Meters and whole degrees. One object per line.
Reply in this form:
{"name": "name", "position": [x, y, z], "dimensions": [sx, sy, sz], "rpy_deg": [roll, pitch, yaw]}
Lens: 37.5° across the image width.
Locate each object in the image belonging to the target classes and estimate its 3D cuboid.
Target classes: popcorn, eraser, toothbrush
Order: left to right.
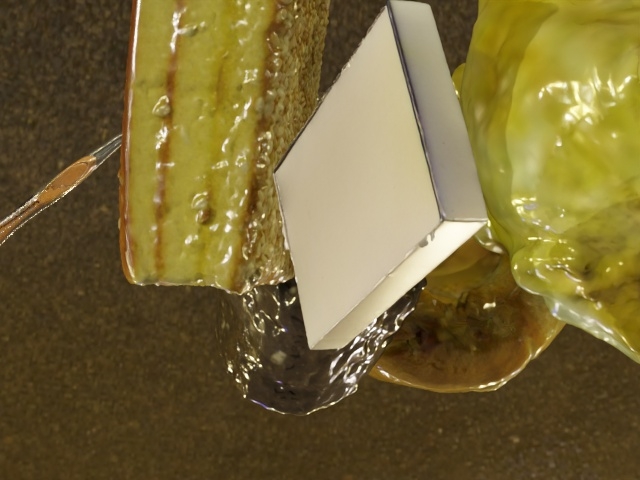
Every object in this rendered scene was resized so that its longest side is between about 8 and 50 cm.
{"name": "toothbrush", "position": [-0.249, -0.057, 0.919], "dimensions": [0.321, 0.031, 0.023], "rpy_deg": [-35, 96, 15]}
{"name": "eraser", "position": [0.019, -0.021, 0.429], "dimensions": [0.023, 0.103, 0.150], "rpy_deg": [-2, 156, -23]}
{"name": "popcorn", "position": [0.238, -0.093, 0.649], "dimensions": [0.312, 0.312, 0.312], "rpy_deg": [-2, 135, -2]}

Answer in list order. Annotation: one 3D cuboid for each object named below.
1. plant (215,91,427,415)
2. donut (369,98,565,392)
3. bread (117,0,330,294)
{"name": "plant", "position": [0.000, 0.000, 0.895], "dimensions": [0.182, 0.194, 0.320], "rpy_deg": [-11, 133, -39]}
{"name": "donut", "position": [0.145, 0.000, 1.111], "dimensions": [0.360, 0.360, 0.170], "rpy_deg": [-4, 165, 1]}
{"name": "bread", "position": [-0.061, -0.087, 0.601], "dimensions": [0.111, 0.184, 0.234], "rpy_deg": [8, 93, 6]}
